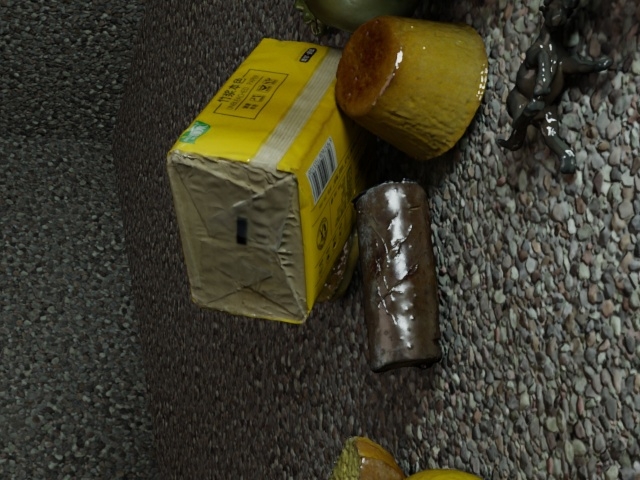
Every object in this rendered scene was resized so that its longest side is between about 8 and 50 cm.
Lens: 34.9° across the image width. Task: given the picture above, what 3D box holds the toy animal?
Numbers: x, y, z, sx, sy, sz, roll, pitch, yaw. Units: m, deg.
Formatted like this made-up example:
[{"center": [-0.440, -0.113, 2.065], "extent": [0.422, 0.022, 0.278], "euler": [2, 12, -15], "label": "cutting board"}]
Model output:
[{"center": [0.283, -0.194, 1.257], "extent": [0.148, 0.084, 0.232], "euler": [-91, 10, -55], "label": "toy animal"}]

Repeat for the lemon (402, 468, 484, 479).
[{"center": [0.156, 0.397, 1.343], "extent": [0.257, 0.188, 0.188], "euler": [-36, 55, 56], "label": "lemon"}]

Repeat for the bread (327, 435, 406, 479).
[{"center": [0.074, 0.425, 1.606], "extent": [0.129, 0.134, 0.260], "euler": [-102, 30, -53], "label": "bread"}]

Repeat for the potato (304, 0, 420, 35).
[{"center": [0.077, -0.474, 1.527], "extent": [0.326, 0.243, 0.221], "euler": [-61, -7, 18], "label": "potato"}]

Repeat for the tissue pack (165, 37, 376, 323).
[{"center": [-0.061, -0.105, 1.583], "extent": [0.382, 0.228, 0.293], "euler": [-61, -27, -49], "label": "tissue pack"}]

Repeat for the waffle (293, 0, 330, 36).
[{"center": [0.003, -0.561, 1.931], "extent": [0.297, 0.073, 0.317], "euler": [109, 145, -46], "label": "waffle"}]

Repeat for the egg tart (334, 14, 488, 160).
[{"center": [0.130, -0.234, 1.479], "extent": [0.215, 0.171, 0.215], "euler": [-27, 56, 48], "label": "egg tart"}]

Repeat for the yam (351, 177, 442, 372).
[{"center": [0.119, 0.057, 1.544], "extent": [0.131, 0.131, 0.279], "euler": [145, 124, -62], "label": "yam"}]

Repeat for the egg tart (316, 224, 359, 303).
[{"center": [0.000, 0.000, 1.854], "extent": [0.241, 0.106, 0.241], "euler": [-174, 90, -69], "label": "egg tart"}]
